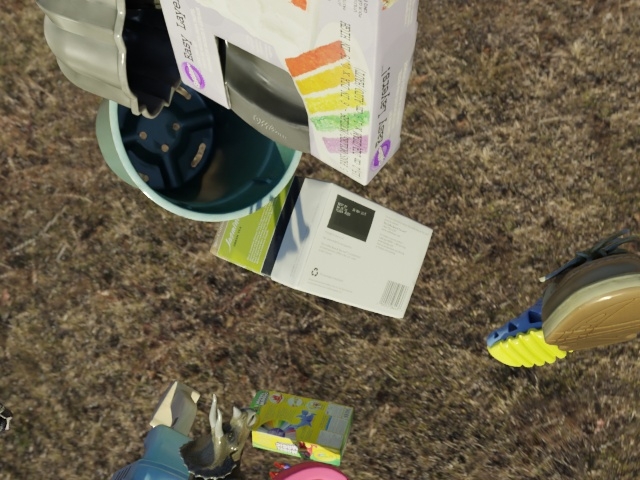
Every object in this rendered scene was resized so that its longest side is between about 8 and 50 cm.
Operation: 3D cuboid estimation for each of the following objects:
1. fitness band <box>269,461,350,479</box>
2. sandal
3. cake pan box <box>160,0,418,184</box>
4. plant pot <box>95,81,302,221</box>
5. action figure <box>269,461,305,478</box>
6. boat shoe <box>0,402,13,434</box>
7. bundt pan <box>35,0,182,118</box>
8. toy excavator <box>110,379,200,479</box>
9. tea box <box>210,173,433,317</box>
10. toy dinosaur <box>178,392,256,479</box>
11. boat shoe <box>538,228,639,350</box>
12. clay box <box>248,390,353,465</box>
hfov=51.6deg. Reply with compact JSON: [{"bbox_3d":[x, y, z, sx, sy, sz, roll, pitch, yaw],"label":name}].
[{"bbox_3d":[-0.003,0.531,1.140,0.208,0.054,0.291,-19,92,-17],"label":"fitness band"},{"bbox_3d":[0.487,0.153,1.355,0.317,0.126,0.138,-25,44,13],"label":"sandal"},{"bbox_3d":[-0.037,-0.194,0.578,0.245,0.267,0.070,34,65,19],"label":"cake pan box"},{"bbox_3d":[-0.252,-0.214,1.224,0.334,0.341,0.341,9,69,60],"label":"plant pot"},{"bbox_3d":[-0.050,0.463,1.323,0.030,0.115,0.038,21,89,42],"label":"action figure"},{"bbox_3d":[-0.643,0.291,1.206,0.158,0.340,0.127,30,58,-6],"label":"boat shoe"},{"bbox_3d":[-0.238,-0.323,0.807,0.124,0.331,0.331,13,71,0],"label":"bundt pan"},{"bbox_3d":[-0.344,0.501,1.513,0.433,0.222,0.445,-39,22,51],"label":"toy excavator"},{"bbox_3d":[0.000,0.000,1.449,0.323,0.329,0.220,19,88,49],"label":"tea box"},{"bbox_3d":[-0.150,0.385,0.896,0.121,0.160,0.314,-15,50,47],"label":"toy dinosaur"},{"bbox_3d":[0.252,0.049,0.622,0.104,0.285,0.089,-11,73,12],"label":"boat shoe"},{"bbox_3d":[-0.050,0.397,1.424,0.221,0.053,0.127,8,31,14],"label":"clay box"}]
